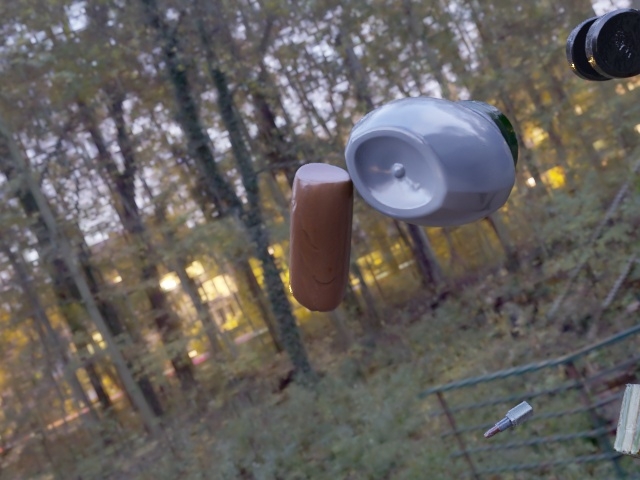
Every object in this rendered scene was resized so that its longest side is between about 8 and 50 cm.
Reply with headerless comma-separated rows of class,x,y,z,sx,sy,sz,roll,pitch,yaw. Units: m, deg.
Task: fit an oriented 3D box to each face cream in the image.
face cream,0.223,-0.156,1.781,0.357,0.312,0.219,-21,-44,-55

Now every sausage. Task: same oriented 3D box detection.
sausage,0.000,0.001,1.796,0.121,0.304,0.121,3,31,-2

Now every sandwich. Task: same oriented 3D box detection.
sandwich,0.761,0.429,2.170,0.113,0.163,0.079,23,-16,-34

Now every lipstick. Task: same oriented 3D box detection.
lipstick,0.355,0.346,1.759,0.107,0.025,0.025,-29,40,-16

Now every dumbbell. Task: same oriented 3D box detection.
dumbbell,0.654,-0.437,2.092,0.152,0.152,0.218,-25,7,3
